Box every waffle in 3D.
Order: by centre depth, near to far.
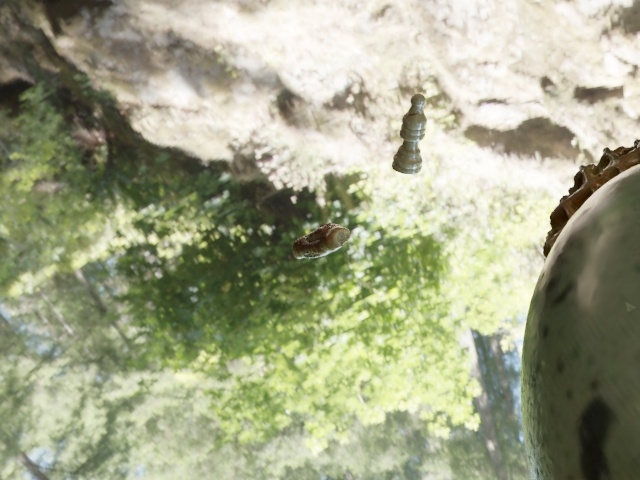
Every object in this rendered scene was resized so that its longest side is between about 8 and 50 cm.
[{"bbox_3d":[0.355,-0.019,1.010,0.238,0.059,0.243,-6,-129,51],"label":"waffle"}]

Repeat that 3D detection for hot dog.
[{"bbox_3d":[0.000,-0.001,1.090,0.044,0.028,0.137,-42,-172,-17],"label":"hot dog"}]

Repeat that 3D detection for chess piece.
[{"bbox_3d":[0.104,-0.122,1.027,0.035,0.092,0.035,5,-148,-3],"label":"chess piece"}]

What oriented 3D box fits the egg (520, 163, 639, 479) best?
[{"bbox_3d":[0.268,0.123,0.531,0.288,0.287,0.379,-16,-118,11],"label":"egg"}]
